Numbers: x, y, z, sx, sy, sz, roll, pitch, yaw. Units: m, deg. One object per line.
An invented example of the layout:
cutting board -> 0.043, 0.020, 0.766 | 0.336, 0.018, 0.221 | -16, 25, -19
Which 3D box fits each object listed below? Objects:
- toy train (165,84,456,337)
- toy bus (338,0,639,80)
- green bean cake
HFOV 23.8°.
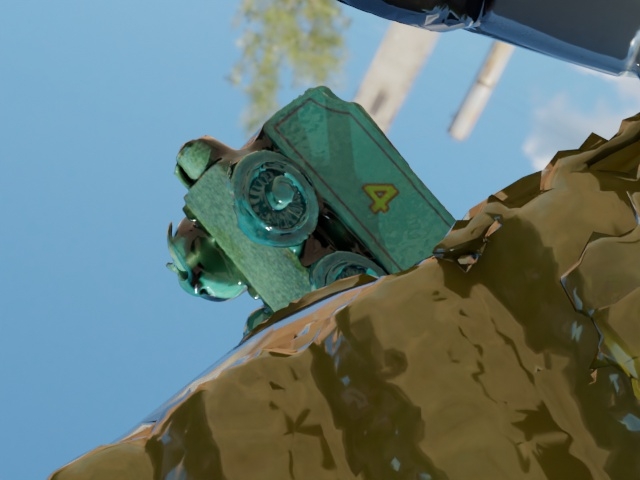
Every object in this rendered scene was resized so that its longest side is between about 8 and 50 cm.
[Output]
toy train -> 0.000, 0.000, 0.962 | 0.198, 0.107, 0.154 | 50, -130, 1
toy bus -> 0.117, -0.176, 0.633 | 0.288, 0.194, 0.232 | 16, -164, 1
green bean cake -> 0.074, 0.110, 0.453 | 0.202, 0.285, 0.310 | 59, 179, 38
